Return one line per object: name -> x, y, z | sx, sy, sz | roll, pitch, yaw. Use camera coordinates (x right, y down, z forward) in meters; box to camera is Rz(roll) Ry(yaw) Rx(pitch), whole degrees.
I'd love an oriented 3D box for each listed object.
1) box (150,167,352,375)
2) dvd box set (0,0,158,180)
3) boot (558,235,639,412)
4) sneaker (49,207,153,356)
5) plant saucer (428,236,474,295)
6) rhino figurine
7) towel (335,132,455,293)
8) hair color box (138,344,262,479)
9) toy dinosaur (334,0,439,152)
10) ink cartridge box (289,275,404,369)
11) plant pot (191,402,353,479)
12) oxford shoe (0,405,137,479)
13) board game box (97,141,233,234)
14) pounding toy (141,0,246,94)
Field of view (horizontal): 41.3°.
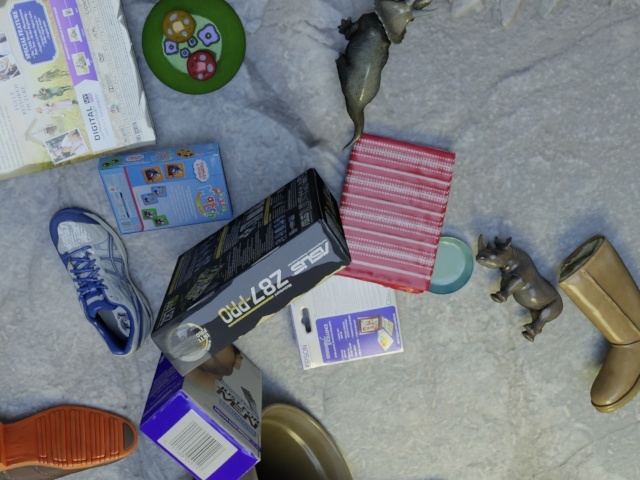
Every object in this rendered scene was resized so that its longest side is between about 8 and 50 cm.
box -> -0.112, 0.032, 1.424 | 0.318, 0.395, 0.097 | -32, 105, 6
dvd box set -> -0.520, -0.265, 1.450 | 0.420, 0.062, 0.307 | -16, 108, -9
boot -> 0.544, 0.165, 1.654 | 0.236, 0.089, 0.269 | -46, 107, -15
sneaker -> -0.402, 0.076, 1.559 | 0.112, 0.131, 0.296 | -28, 105, 7
plant saucer -> 0.237, 0.047, 1.645 | 0.119, 0.021, 0.119 | -1, 106, -4
rhino figurine -> 0.377, 0.078, 1.634 | 0.106, 0.073, 0.243 | -44, 105, -11
towel -> 0.132, -0.048, 1.582 | 0.199, 0.031, 0.275 | 11, 93, -5
hair color box -> -0.202, 0.281, 1.523 | 0.110, 0.339, 0.185 | -43, 104, 7
toy dinosaur -> 0.073, -0.305, 1.456 | 0.121, 0.160, 0.313 | 25, 103, -10
ink cartridge box -> 0.046, 0.135, 1.647 | 0.208, 0.045, 0.206 | -10, 106, -2
plant pot -> -0.128, 0.517, 1.640 | 0.280, 0.323, 0.323 | -32, 107, 23
oxford shoe -> -0.545, 0.418, 1.679 | 0.364, 0.130, 0.133 | -2, 140, -10
board game box -> -0.274, -0.091, 1.530 | 0.211, 0.039, 0.160 | -7, 134, -1
pounding toy -> -0.208, -0.359, 1.449 | 0.183, 0.110, 0.237 | 26, 104, -11
